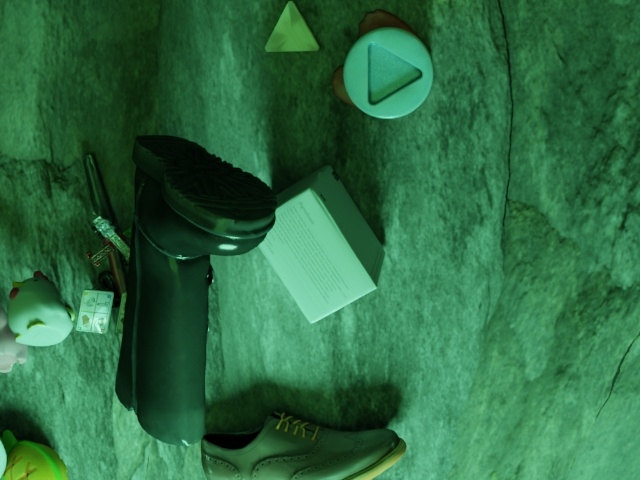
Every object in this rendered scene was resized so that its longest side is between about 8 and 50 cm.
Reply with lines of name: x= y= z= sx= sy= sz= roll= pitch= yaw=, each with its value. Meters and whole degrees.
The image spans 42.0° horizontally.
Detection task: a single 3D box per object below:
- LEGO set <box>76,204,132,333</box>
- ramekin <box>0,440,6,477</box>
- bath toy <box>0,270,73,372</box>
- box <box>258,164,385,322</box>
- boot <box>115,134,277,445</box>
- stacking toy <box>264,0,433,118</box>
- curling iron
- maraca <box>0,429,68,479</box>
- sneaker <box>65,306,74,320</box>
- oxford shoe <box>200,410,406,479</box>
LEGO set: x=-0.301 y=0.041 z=1.399 sx=0.182 sy=0.060 sz=0.244 roll=7 pitch=109 yaw=-20
ramekin: x=-0.679 y=0.377 z=1.425 sx=0.277 sy=0.135 sz=0.277 roll=10 pitch=129 yaw=12
bath toy: x=-0.576 y=0.157 z=1.425 sx=0.348 sy=0.151 sz=0.129 roll=-27 pitch=56 yaw=21
box: x=0.000 y=0.000 z=1.282 sx=0.119 sy=0.181 sz=0.182 roll=-31 pitch=99 yaw=16
boot: x=-0.199 y=0.107 z=1.221 sx=0.146 sy=0.367 sz=0.445 roll=2 pitch=110 yaw=-26
stacking toy: x=0.067 y=-0.342 z=1.203 sx=0.279 sy=0.130 sz=0.309 roll=20 pitch=107 yaw=1
curling iron: x=-0.370 y=-0.009 z=1.405 sx=0.068 sy=0.035 sz=0.274 roll=-3 pitch=106 yaw=8
maraca: x=-0.533 y=0.420 z=1.522 sx=0.185 sy=0.099 sz=0.127 roll=22 pitch=109 yaw=28
sneaker: x=-0.471 y=0.121 z=1.455 sx=0.083 sy=0.035 sz=0.031 roll=22 pitch=107 yaw=1
oxford shoe: x=-0.038 y=0.359 z=1.423 sx=0.363 sy=0.130 sz=0.133 roll=-14 pitch=98 yaw=11
